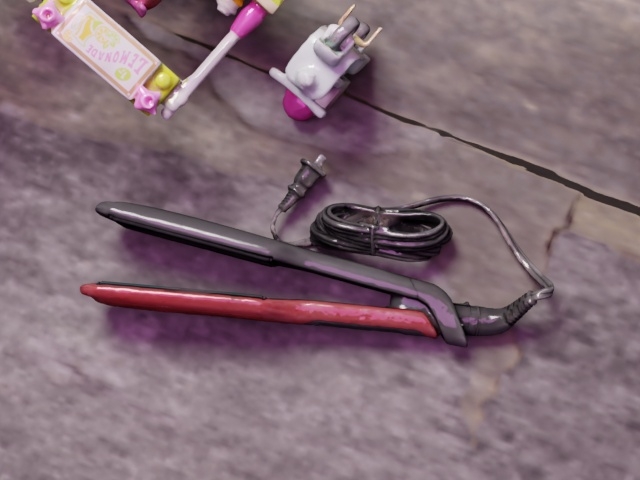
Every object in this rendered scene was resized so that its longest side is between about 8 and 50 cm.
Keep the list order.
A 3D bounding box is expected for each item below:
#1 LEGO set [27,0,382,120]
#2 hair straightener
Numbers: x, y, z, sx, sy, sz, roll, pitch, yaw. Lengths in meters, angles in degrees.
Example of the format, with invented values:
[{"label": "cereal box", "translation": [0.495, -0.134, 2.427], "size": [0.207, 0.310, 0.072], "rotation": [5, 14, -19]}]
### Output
[{"label": "LEGO set", "translation": [-0.109, -0.152, 0.681], "size": [0.287, 0.132, 0.107], "rotation": [41, 91, 10]}, {"label": "hair straightener", "translation": [0.000, 0.000, 0.691], "size": [0.230, 0.047, 0.089], "rotation": [6, 84, 8]}]
